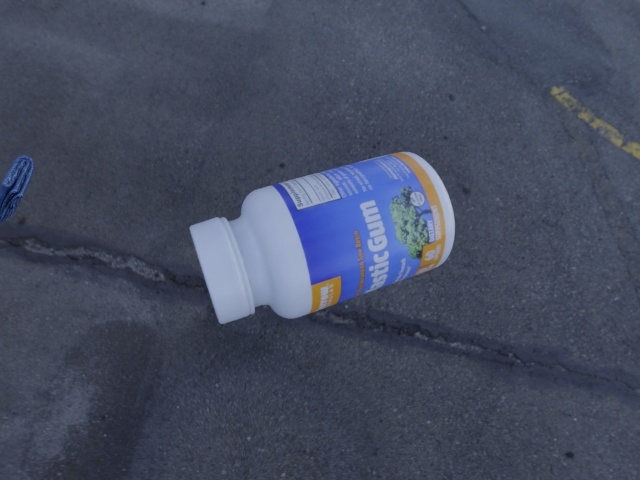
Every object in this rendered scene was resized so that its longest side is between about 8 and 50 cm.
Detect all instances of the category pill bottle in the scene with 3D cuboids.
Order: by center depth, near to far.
[{"bbox_3d":[0.000,0.000,0.493,0.272,0.152,0.152,-18,65,-17],"label":"pill bottle"}]

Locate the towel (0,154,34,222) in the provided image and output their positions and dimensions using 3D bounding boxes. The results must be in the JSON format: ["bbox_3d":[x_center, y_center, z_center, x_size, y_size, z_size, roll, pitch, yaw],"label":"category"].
[{"bbox_3d":[-0.456,-0.076,0.634,0.029,0.119,0.067,26,55,-33],"label":"towel"}]
